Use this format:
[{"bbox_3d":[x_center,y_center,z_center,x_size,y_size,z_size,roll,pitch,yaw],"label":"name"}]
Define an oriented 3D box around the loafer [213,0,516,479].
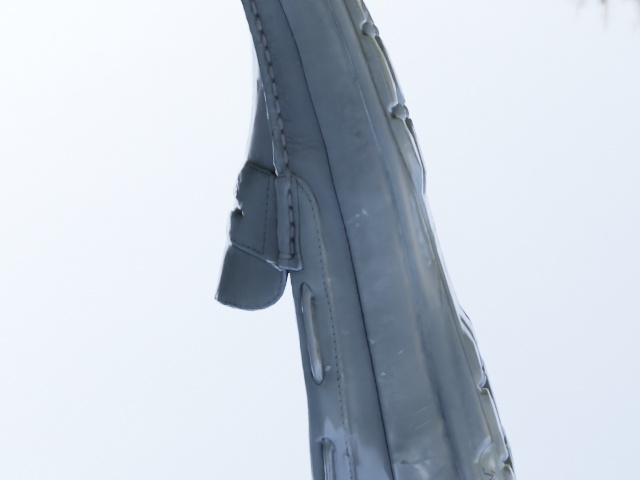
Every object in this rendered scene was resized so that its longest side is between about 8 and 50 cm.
[{"bbox_3d":[0.000,0.000,0.619,0.111,0.319,0.112,-17,-179,6],"label":"loafer"}]
